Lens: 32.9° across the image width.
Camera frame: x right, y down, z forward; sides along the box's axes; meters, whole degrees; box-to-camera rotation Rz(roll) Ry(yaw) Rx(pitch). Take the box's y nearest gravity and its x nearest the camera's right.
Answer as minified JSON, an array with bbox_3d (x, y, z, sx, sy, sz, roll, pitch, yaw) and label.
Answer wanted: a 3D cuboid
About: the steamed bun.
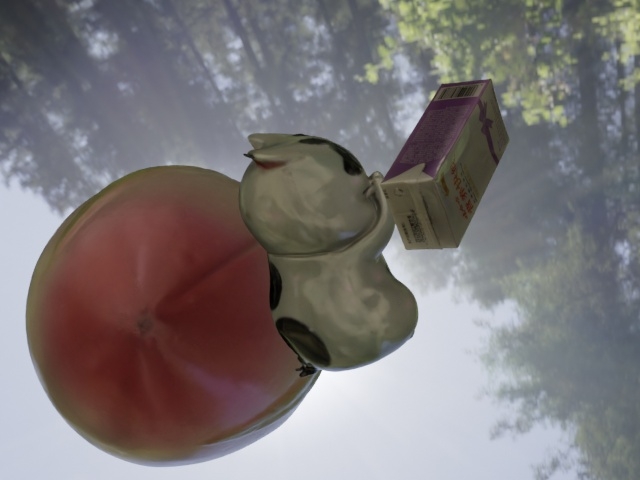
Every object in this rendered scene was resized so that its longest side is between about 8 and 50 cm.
[{"bbox_3d":[-0.137,0.073,1.020,0.309,0.309,0.309,-8,-125,11],"label":"steamed bun"}]

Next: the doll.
[{"bbox_3d":[0.005,0.005,0.787,0.106,0.181,0.110,-17,-165,-7],"label":"doll"}]

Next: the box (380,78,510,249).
[{"bbox_3d":[0.077,-0.047,0.642,0.036,0.051,0.117,-5,-144,31],"label":"box"}]
